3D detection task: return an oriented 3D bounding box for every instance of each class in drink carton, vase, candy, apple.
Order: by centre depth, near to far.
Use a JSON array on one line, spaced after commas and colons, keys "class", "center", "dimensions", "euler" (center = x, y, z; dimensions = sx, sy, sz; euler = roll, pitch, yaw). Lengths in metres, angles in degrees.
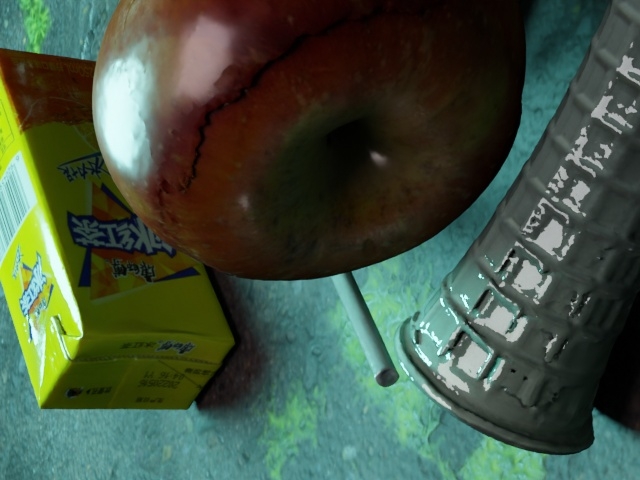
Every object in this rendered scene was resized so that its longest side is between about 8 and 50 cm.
[{"class": "vase", "center": [0.170, -0.029, 1.003], "dimensions": [0.143, 0.143, 0.299], "euler": [52, 125, 44]}, {"class": "apple", "center": [-0.009, -0.107, 1.044], "dimensions": [0.272, 0.251, 0.206], "euler": [-35, 50, 9]}, {"class": "candy", "center": [0.000, 0.000, 1.190], "dimensions": [0.365, 0.124, 0.124], "euler": [-113, 41, -59]}, {"class": "drink carton", "center": [-0.212, -0.013, 1.521], "dimensions": [0.111, 0.155, 0.351], "euler": [-56, 44, 36]}]
